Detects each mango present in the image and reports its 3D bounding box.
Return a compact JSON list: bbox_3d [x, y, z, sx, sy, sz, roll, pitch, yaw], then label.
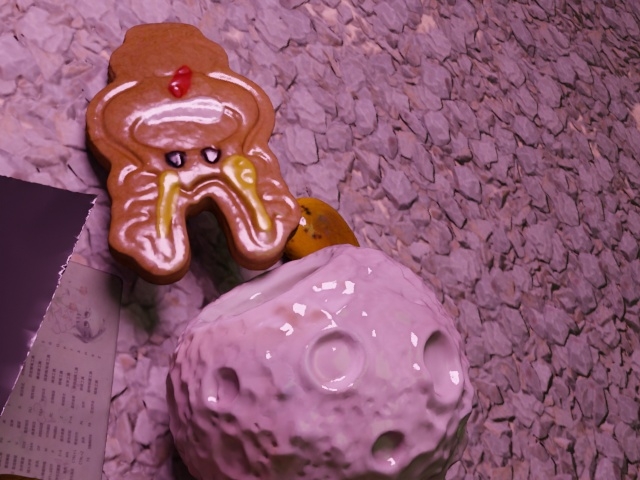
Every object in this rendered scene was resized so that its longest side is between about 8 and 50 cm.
[{"bbox_3d":[0.000,0.000,1.129,0.114,0.057,0.079,34,45,-35],"label":"mango"}]

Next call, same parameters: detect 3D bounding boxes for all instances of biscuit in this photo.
[{"bbox_3d":[-0.126,-0.094,1.010,0.186,0.044,0.295,-8,57,-20],"label":"biscuit"}]

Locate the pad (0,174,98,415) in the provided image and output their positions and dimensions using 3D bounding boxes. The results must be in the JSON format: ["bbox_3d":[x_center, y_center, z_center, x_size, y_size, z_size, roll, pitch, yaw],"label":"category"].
[{"bbox_3d":[-0.325,0.080,0.726,0.247,0.007,0.368,12,52,4],"label":"pad"}]

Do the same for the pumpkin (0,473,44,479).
[{"bbox_3d":[-0.213,0.271,0.694,0.237,0.159,0.238,1,57,-2],"label":"pumpkin"}]

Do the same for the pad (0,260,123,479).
[{"bbox_3d":[-0.239,0.123,0.878,0.159,0.009,0.265,22,55,-34],"label":"pad"}]

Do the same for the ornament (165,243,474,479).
[{"bbox_3d":[0.005,0.134,0.914,0.259,0.259,0.225,-34,102,-46],"label":"ornament"}]
